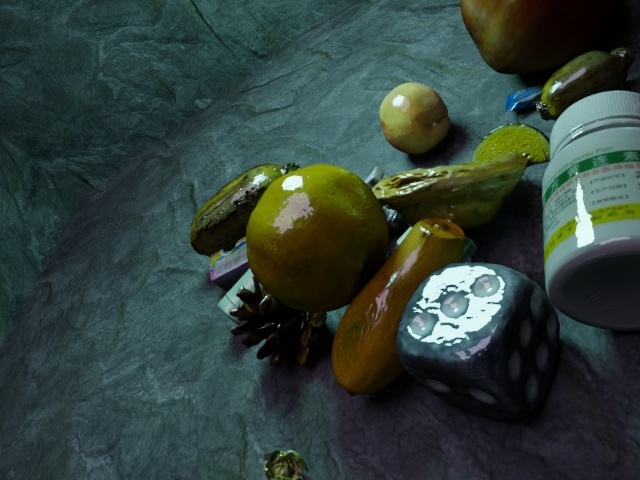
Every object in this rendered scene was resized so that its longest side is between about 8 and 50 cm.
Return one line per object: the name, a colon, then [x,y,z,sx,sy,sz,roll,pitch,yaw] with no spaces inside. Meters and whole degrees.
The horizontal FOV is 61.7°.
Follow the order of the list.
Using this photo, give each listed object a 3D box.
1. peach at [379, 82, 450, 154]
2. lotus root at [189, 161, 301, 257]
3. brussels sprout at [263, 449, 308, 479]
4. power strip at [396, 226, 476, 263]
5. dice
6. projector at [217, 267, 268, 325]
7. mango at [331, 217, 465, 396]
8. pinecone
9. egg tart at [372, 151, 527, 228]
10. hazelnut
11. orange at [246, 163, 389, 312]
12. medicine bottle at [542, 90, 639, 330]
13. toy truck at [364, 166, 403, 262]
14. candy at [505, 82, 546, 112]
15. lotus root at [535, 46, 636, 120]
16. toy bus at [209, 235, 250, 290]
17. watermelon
peach: [0.238,-0.305,1.351,0.184,0.184,0.184,-28,35,23]
lotus root: [-0.213,-0.089,1.573,0.398,0.196,0.179,-36,37,12]
brussels sprout: [-0.064,0.420,0.960,0.085,0.058,0.085,-3,55,4]
power strip: [0.239,0.011,1.116,0.081,0.035,0.192,-47,33,-6]
dice: [0.241,0.151,0.815,0.183,0.181,0.182,0,52,50]
projector: [-0.110,0.069,1.352,0.337,0.108,0.108,-48,32,-3]
mango: [0.143,0.119,0.954,0.144,0.187,0.359,32,83,25]
pinecone: [-0.093,0.161,1.162,0.229,0.201,0.202,-48,7,44]
egg tart: [0.255,-0.089,1.063,0.319,0.128,0.319,-11,5,1]
hazelnut: [0.496,-0.578,1.238,0.360,0.359,0.409,-14,34,38]
orange: [0.000,0.000,0.997,0.235,0.279,0.279,34,79,37]
medicine bottle: [0.446,-0.057,0.806,0.208,0.208,0.339,-17,41,35]
toy truck: [0.105,-0.031,1.226,0.111,0.136,0.285,-33,26,55]
candy: [0.495,-0.333,1.234,0.136,0.038,0.088,-12,30,29]
lotus root: [0.538,-0.313,1.082,0.210,0.120,0.120,-34,33,16]
toy bus: [-0.182,0.038,1.494,0.274,0.090,0.112,-28,40,22]
watermelon: [0.405,-0.207,1.147,0.182,0.075,0.091,-8,51,41]
